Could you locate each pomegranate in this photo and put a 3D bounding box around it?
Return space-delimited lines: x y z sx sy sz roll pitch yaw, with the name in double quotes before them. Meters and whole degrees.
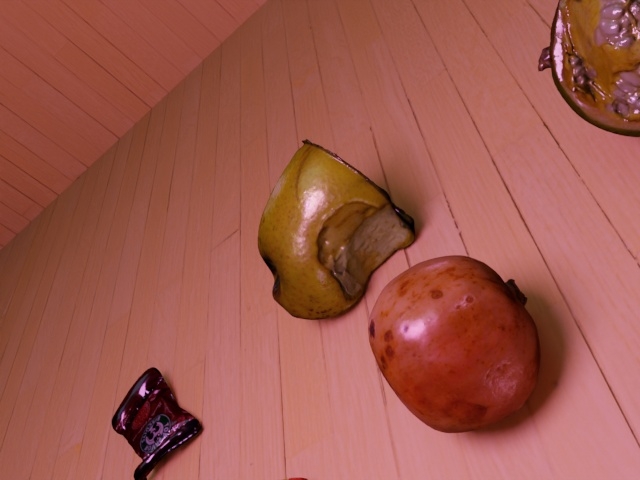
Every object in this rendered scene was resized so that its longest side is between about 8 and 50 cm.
"pomegranate" 0.456 -0.261 0.911 0.341 0.260 0.260 3 52 16
"pomegranate" 0.171 0.122 0.881 0.215 0.215 0.215 -33 35 27

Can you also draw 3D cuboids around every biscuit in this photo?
"biscuit" -0.325 0.359 1.388 0.151 0.063 0.235 -53 34 -4

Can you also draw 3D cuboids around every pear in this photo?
"pear" 0.000 0.000 1.192 0.255 0.238 0.164 -50 37 -3

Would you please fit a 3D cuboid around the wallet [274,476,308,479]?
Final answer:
"wallet" -0.085 0.448 0.984 0.141 0.067 0.241 -24 39 34
